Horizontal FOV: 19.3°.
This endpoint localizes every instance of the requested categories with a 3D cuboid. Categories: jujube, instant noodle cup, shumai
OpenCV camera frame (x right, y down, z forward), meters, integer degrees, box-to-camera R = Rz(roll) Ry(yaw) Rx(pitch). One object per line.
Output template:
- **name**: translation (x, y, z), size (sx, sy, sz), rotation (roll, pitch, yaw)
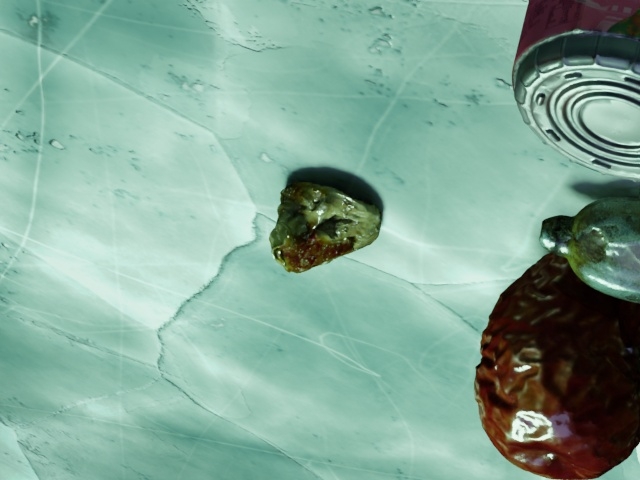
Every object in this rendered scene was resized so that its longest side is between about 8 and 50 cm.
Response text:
- **jujube**: translation (0.267, 0.132, 2.015), size (0.213, 0.232, 0.213), rotation (16, 154, 8)
- **instant noodle cup**: translation (0.265, -0.164, 1.537), size (0.302, 0.181, 0.258), rotation (12, 152, 19)
- **shumai**: translation (0.001, -0.005, 2.123), size (0.123, 0.105, 0.139), rotation (21, 178, -6)

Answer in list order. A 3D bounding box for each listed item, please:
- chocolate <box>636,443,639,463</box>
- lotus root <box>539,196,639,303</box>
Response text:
- **chocolate**: translation (0.489, 0.204, 2.039), size (0.206, 0.177, 0.224), rotation (40, 132, 4)
- **lotus root**: translation (0.317, 0.008, 1.910), size (0.192, 0.088, 0.113), rotation (11, 124, 15)
